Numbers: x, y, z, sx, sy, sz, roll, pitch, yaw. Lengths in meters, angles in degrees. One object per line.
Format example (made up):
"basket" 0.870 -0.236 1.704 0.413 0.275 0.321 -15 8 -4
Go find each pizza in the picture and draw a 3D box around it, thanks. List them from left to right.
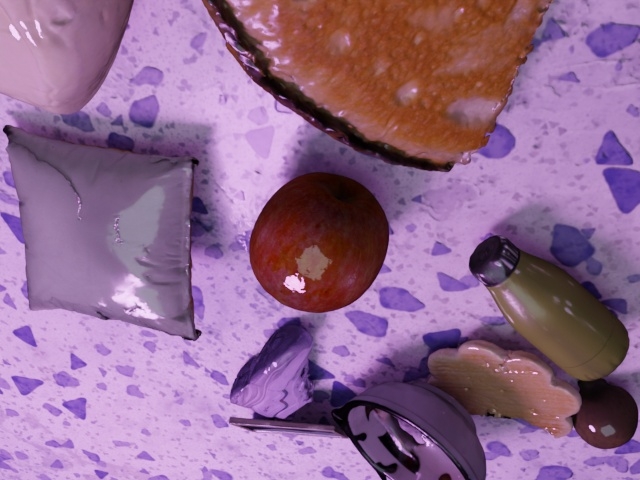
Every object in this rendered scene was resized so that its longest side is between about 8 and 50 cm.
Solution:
"pizza" 0.054 -0.237 0.705 0.392 0.080 0.434 -2 137 -18

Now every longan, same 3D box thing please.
"longan" 0.462 0.279 1.129 0.106 0.106 0.119 -26 76 31

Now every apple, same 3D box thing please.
"apple" 0.000 0.000 0.948 0.188 0.188 0.173 24 122 -6

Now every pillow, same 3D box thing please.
"pillow" -0.327 -0.006 1.049 0.313 0.119 0.310 8 116 11

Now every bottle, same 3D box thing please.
"bottle" 0.323 0.093 0.993 0.260 0.112 0.112 38 127 -17

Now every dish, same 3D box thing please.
"dish" 0.175 0.337 1.194 0.303 0.120 0.303 32 147 23

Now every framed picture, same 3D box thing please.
"framed picture" -0.057 0.360 1.323 0.203 0.015 0.150 1 160 13

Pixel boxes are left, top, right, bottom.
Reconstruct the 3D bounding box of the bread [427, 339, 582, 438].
"bread" 0.299 0.235 1.138 0.251 0.039 0.181 12 130 22

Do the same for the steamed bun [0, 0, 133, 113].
"steamed bun" -0.349 -0.351 0.660 0.371 0.289 0.456 22 161 -3

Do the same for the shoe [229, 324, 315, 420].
"shoe" -0.060 0.248 1.235 0.138 0.095 0.245 28 133 -14
